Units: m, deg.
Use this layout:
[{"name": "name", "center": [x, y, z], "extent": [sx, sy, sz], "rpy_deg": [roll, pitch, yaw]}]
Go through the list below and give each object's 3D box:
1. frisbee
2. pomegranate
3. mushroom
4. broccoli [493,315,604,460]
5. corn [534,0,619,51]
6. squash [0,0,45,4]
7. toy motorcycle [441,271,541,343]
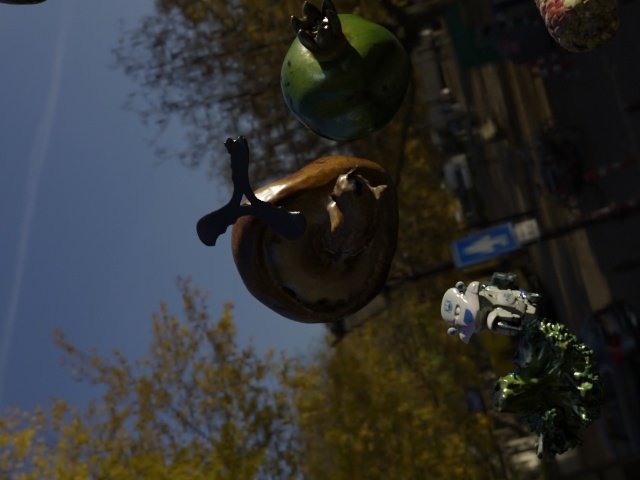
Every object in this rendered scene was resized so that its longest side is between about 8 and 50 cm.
[{"name": "frisbee", "center": [-0.121, -0.080, 1.785], "extent": [0.012, 0.211, 0.187], "rpy_deg": [-27, -65, -61]}, {"name": "pomegranate", "center": [0.025, -0.247, 1.524], "extent": [0.225, 0.187, 0.187], "rpy_deg": [58, -162, -54]}, {"name": "mushroom", "center": [0.000, 0.000, 2.032], "extent": [0.259, 0.345, 0.345], "rpy_deg": [-137, 27, -66]}, {"name": "broccoli", "center": [0.288, 0.192, 1.415], "extent": [0.154, 0.160, 0.167], "rpy_deg": [47, 129, 53]}, {"name": "corn", "center": [0.326, -0.356, 1.463], "extent": [0.290, 0.098, 0.098], "rpy_deg": [-95, -12, -49]}, {"name": "squash", "center": [-0.596, -0.433, 1.782], "extent": [0.087, 0.331, 0.087], "rpy_deg": [7, 98, 62]}, {"name": "toy motorcycle", "center": [0.276, 0.108, 1.755], "extent": [0.221, 0.150, 0.102], "rpy_deg": [-32, -49, -73]}]
